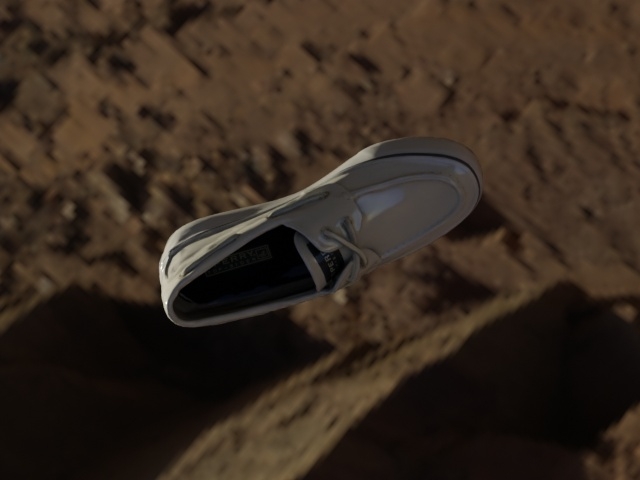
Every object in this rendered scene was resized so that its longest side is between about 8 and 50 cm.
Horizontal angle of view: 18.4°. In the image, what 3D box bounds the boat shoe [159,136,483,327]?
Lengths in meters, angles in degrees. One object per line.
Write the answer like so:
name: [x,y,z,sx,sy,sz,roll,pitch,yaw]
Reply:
boat shoe: [0.000,0.000,1.525,0.088,0.268,0.096,-94,-13,-61]
